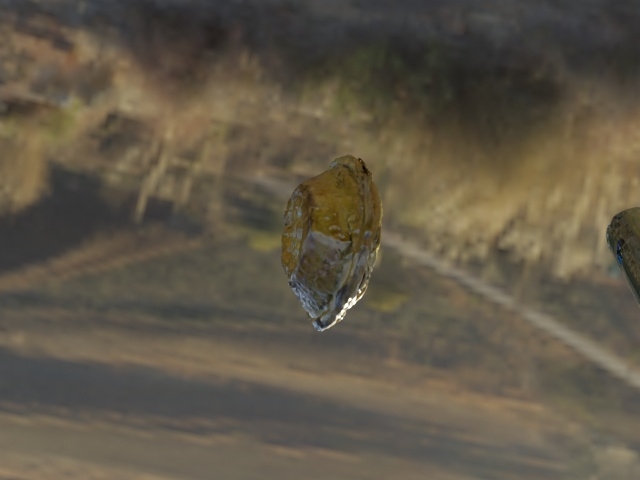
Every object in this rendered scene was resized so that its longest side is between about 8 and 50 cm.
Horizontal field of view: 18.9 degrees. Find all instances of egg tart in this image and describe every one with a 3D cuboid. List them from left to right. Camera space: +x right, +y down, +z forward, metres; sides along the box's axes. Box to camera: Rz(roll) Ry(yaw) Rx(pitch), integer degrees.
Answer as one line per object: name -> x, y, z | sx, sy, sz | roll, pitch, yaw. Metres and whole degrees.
egg tart -> 0.000, 0.000, 1.356 | 0.049, 0.128, 0.129 | 11, 167, -20

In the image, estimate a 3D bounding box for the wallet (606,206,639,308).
wallet -> 0.187, 0.037, 0.814 | 0.110, 0.039, 0.155 | 9, -157, -7
